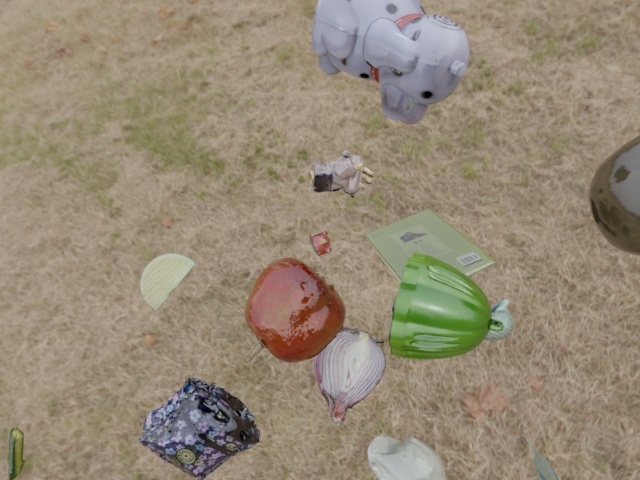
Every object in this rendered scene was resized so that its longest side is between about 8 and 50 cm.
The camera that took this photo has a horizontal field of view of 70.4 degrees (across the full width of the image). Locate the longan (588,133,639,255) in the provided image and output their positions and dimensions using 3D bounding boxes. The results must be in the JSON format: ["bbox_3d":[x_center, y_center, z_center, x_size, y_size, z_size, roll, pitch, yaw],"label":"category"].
[{"bbox_3d":[0.478,-0.070,0.644,0.167,0.167,0.187,50,119,39],"label":"longan"}]

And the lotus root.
[{"bbox_3d":[0.216,0.122,0.755,0.186,0.186,0.186,-11,53,16],"label":"lotus root"}]

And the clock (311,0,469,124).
[{"bbox_3d":[0.124,-0.290,0.691,0.188,0.189,0.254,-36,54,-3],"label":"clock"}]

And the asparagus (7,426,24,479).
[{"bbox_3d":[-0.550,0.391,0.817,0.021,0.025,0.108,12,98,24],"label":"asparagus"}]

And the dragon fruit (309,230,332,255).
[{"bbox_3d":[0.000,0.000,1.327,0.056,0.060,0.083,-18,28,-5],"label":"dragon fruit"}]

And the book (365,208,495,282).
[{"bbox_3d":[0.296,0.024,1.295,0.239,0.035,0.352,-22,30,-6],"label":"book"}]

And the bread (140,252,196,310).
[{"bbox_3d":[-0.484,0.109,1.391,0.193,0.112,0.036,-51,10,-4],"label":"bread"}]

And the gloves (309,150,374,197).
[{"bbox_3d":[0.044,-0.157,1.077,0.144,0.110,0.094,8,36,-23],"label":"gloves"}]

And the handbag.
[{"bbox_3d":[-0.269,0.434,1.038,0.207,0.229,0.127,-39,15,15],"label":"handbag"}]

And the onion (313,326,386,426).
[{"bbox_3d":[0.075,0.494,1.663,0.267,0.159,0.349,31,63,-8],"label":"onion"}]

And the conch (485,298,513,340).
[{"bbox_3d":[0.335,0.156,0.862,0.085,0.076,0.057,-35,89,-15],"label":"conch"}]

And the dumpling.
[{"bbox_3d":[0.154,0.392,0.791,0.108,0.187,0.127,-56,32,18],"label":"dumpling"}]

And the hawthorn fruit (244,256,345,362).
[{"bbox_3d":[-0.099,0.224,1.309,0.287,0.287,0.330,31,70,36],"label":"hawthorn fruit"}]

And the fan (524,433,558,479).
[{"bbox_3d":[0.676,0.682,1.392,0.005,0.113,0.175,-43,54,31],"label":"fan"}]
